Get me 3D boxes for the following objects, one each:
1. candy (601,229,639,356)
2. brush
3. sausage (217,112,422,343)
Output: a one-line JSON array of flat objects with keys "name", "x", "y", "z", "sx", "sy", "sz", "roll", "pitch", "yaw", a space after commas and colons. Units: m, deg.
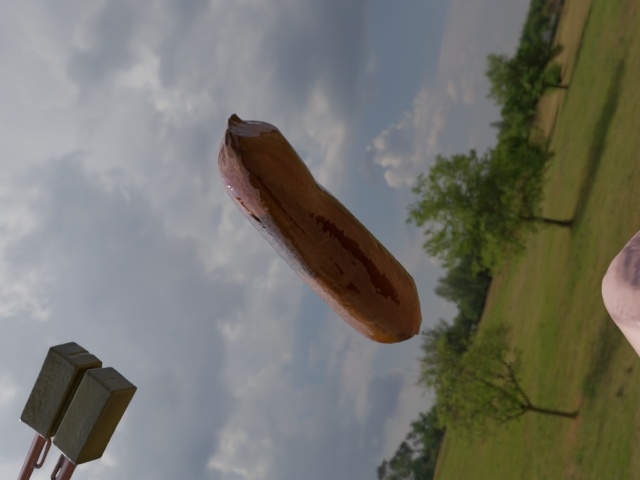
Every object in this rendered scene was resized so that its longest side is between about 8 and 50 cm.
[{"name": "candy", "x": 0.357, "y": 0.022, "z": 0.589, "sx": 0.094, "sy": 0.255, "sz": 0.255, "roll": 54, "pitch": -152, "yaw": -6}, {"name": "brush", "x": -0.309, "y": 0.243, "z": 0.817, "sx": 0.233, "sy": 0.103, "sz": 0.047, "roll": -63, "pitch": -20, "yaw": 9}, {"name": "sausage", "x": 0.000, "y": 0.000, "z": 0.693, "sx": 0.300, "sy": 0.083, "sz": 0.089, "roll": 46, "pitch": -148, "yaw": -25}]
